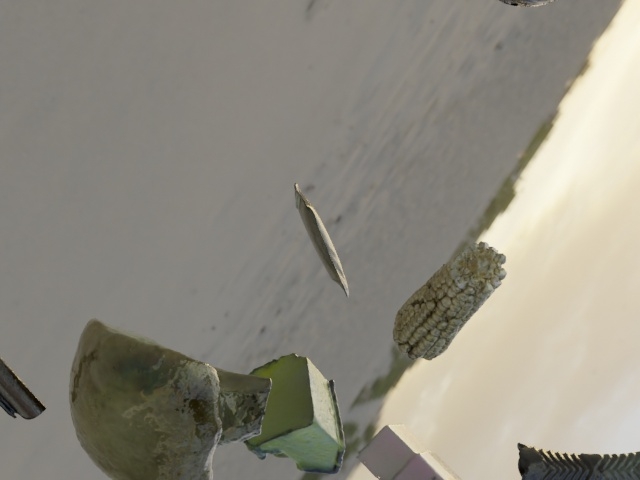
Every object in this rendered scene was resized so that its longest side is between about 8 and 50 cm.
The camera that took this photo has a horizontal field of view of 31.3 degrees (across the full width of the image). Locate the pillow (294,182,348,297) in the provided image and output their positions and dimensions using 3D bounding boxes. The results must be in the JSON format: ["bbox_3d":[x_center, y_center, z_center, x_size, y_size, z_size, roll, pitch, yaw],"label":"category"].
[{"bbox_3d":[0.001,0.000,2.075,0.033,0.218,0.130,-25,-157,0],"label":"pillow"}]

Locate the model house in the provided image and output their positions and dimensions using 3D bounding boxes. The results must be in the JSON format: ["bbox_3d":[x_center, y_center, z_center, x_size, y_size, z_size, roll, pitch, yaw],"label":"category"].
[{"bbox_3d":[-0.043,0.366,2.329,0.170,0.211,0.194,-27,-135,15],"label":"model house"}]

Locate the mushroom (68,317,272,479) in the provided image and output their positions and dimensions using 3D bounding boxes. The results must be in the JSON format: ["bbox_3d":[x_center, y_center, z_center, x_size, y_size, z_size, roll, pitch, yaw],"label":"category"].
[{"bbox_3d":[-0.232,0.252,1.596,0.212,0.292,0.217,103,6,-81],"label":"mushroom"}]

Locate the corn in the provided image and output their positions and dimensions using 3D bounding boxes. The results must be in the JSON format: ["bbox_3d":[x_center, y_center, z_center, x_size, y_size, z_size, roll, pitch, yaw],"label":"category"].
[{"bbox_3d":[0.165,0.084,1.508,0.087,0.087,0.211,-57,-179,-41],"label":"corn"}]

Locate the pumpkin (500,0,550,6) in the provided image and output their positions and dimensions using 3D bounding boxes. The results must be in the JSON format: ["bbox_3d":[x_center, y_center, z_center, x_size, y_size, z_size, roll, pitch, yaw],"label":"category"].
[{"bbox_3d":[0.275,-0.428,1.540,0.163,0.233,0.233,-51,176,-42],"label":"pumpkin"}]

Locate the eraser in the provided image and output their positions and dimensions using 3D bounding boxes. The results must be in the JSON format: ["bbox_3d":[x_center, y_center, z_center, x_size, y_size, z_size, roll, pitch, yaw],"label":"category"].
[{"bbox_3d":[0.191,0.408,1.780,0.086,0.287,0.130,-47,162,3],"label":"eraser"}]

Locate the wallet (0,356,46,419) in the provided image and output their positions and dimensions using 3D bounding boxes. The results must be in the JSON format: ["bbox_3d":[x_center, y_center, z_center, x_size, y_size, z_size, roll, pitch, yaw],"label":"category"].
[{"bbox_3d":[-0.508,0.166,1.662,0.039,0.243,0.133,-46,-159,-28],"label":"wallet"}]

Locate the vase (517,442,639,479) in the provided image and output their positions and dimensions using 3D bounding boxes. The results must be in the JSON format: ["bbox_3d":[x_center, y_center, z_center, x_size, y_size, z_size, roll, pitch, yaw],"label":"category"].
[{"bbox_3d":[0.457,0.394,1.939,0.115,0.237,0.116,-4,90,-83],"label":"vase"}]
